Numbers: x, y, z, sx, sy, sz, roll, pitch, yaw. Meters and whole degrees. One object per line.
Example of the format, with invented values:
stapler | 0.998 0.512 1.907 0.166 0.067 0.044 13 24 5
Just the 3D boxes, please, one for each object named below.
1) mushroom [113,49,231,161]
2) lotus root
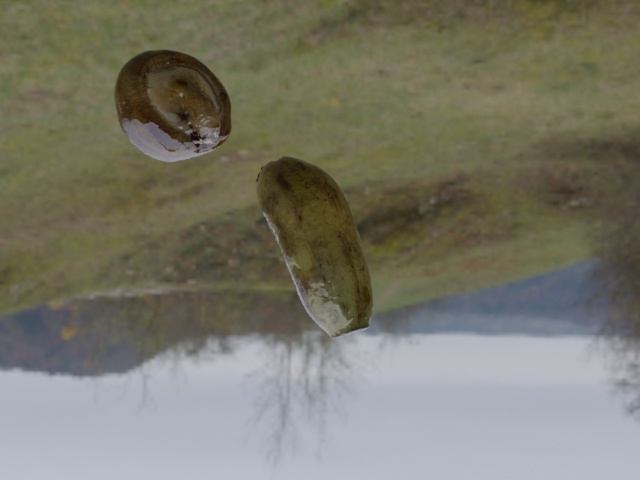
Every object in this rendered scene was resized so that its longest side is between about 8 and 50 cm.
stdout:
mushroom | -0.141 -0.133 1.145 0.127 0.127 0.087 5 150 -43
lotus root | 0.000 0.000 1.395 0.110 0.258 0.097 6 141 -46
